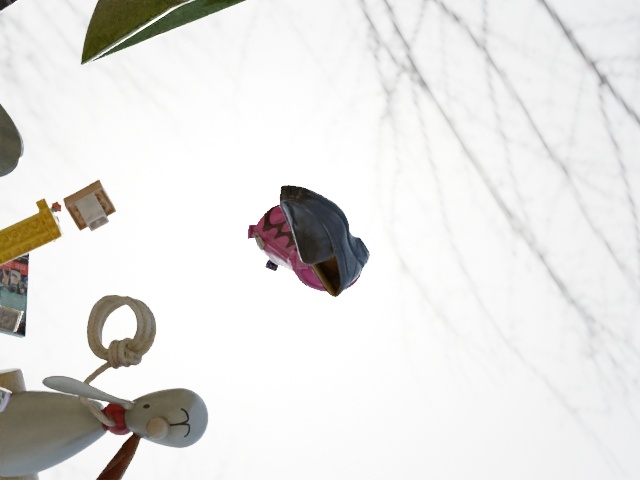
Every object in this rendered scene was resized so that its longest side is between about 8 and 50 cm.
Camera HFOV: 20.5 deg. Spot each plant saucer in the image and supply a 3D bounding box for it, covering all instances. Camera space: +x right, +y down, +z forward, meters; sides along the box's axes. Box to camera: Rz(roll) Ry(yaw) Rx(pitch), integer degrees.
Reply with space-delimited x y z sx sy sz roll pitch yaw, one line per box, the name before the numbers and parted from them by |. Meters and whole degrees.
plant saucer | -0.074 -0.198 1.296 0.188 0.045 0.188 -26 -175 -29

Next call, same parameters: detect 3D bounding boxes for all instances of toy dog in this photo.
toy dog | -0.317 0.225 2.108 0.334 0.220 0.161 -30 179 25

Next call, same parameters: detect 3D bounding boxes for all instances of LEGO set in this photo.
LEGO set | -0.341 0.041 1.957 0.287 0.132 0.107 -60 -177 -1

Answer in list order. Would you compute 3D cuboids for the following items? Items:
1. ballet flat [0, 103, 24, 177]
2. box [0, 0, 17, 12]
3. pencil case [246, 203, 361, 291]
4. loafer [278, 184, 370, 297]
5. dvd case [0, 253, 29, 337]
ballet flat | -0.337 -0.124 1.476 0.213 0.068 0.072 42 -71 19
box | -0.204 -0.227 1.178 0.029 0.116 0.162 -29 -168 35
pencil case | -0.020 0.009 2.230 0.209 0.098 0.095 -155 -103 -70
loafer | 0.000 0.000 1.931 0.062 0.170 0.061 7 -118 37
dvd case | -0.407 0.058 2.243 0.013 0.087 0.119 -20 -117 40
